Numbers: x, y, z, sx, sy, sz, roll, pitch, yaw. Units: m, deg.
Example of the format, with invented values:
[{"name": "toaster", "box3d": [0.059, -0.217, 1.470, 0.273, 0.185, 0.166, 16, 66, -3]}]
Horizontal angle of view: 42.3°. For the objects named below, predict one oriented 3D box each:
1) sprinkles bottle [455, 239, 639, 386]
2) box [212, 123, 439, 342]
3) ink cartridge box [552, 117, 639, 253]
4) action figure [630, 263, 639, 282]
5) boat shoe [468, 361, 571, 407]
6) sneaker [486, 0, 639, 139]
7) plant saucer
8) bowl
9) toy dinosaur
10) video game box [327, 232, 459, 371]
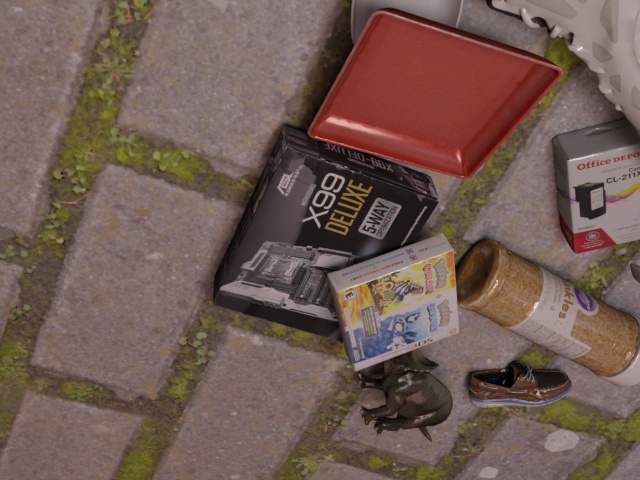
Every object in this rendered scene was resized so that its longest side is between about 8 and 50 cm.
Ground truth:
[{"name": "sprinkles bottle", "box3d": [0.388, 0.124, 1.350, 0.355, 0.121, 0.121, 26, 119, -20]}, {"name": "box", "box3d": [0.000, 0.000, 1.263, 0.242, 0.076, 0.307, 18, 122, -17]}, {"name": "ink cartridge box", "box3d": [0.426, -0.080, 1.240, 0.127, 0.072, 0.175, -14, 125, 6]}, {"name": "action figure", "box3d": [0.626, -0.008, 1.225, 0.330, 0.178, 0.341, -20, 133, -22]}, {"name": "boat shoe", "box3d": [0.356, 0.255, 1.473, 0.183, 0.066, 0.066, -10, 124, 3]}, {"name": "sneaker", "box3d": [0.364, -0.273, 1.054, 0.257, 0.169, 0.447, 9, 140, 34]}, {"name": "plant saucer", "box3d": [0.143, -0.197, 1.105, 0.259, 0.048, 0.258, 13, 148, -15]}, {"name": "bowl", "box3d": [0.109, -0.314, 1.067, 0.142, 0.053, 0.142, 2, 126, -6]}, {"name": "toy dinosaur", "box3d": [0.165, 0.281, 1.447, 0.160, 0.121, 0.313, -19, 121, 17]}, {"name": "video game box", "box3d": [0.118, 0.100, 1.276, 0.187, 0.048, 0.205, -22, 136, -7]}]
